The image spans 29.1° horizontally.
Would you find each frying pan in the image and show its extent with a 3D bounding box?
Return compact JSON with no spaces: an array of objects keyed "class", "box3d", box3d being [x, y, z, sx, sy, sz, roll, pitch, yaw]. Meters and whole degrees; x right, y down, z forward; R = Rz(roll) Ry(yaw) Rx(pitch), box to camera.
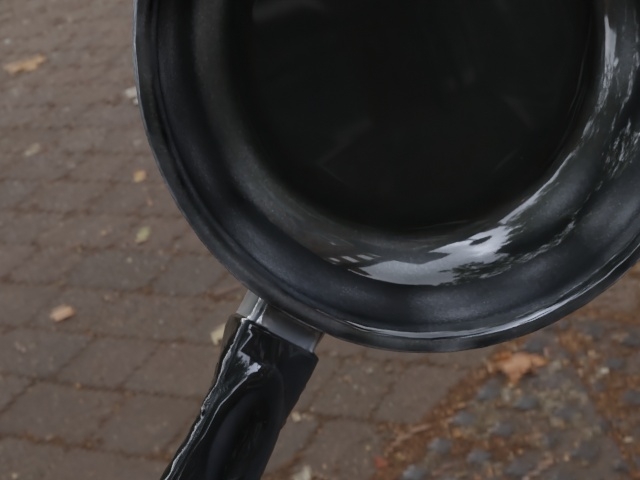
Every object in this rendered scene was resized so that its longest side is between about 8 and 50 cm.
[{"class":"frying pan","box3d":[0.029,0.001,0.403,0.197,0.326,0.053,6,9,-15]}]
